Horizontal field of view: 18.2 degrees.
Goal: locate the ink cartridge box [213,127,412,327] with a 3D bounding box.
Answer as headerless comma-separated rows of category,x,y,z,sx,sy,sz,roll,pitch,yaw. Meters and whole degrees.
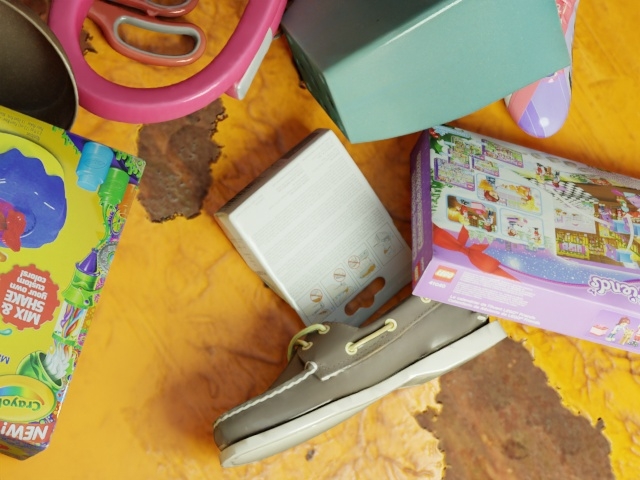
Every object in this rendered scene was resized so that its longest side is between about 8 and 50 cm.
ink cartridge box,0.000,0.000,1.994,0.145,0.045,0.179,-41,111,-20

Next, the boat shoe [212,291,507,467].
boat shoe,0.027,0.120,1.933,0.324,0.116,0.097,-24,82,-23

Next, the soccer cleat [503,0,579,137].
soccer cleat,0.234,-0.232,2.067,0.083,0.095,0.248,8,77,-15

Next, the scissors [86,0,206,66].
scissors,-0.254,-0.241,1.966,0.297,0.021,0.109,9,77,-15

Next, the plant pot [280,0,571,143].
plant pot,0.093,-0.213,1.963,0.234,0.166,0.165,-30,48,-7

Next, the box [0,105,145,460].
box,-0.349,0.020,1.808,0.290,0.177,0.279,20,76,-12

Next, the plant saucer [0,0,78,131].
plant saucer,-0.306,-0.170,1.856,0.198,0.198,0.036,36,51,-7

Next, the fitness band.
fitness band,-0.143,-0.237,1.925,0.209,0.054,0.291,18,63,9

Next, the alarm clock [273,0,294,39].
alarm clock,-0.013,-0.282,2.026,0.129,0.064,0.192,34,75,-8

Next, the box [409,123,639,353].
box,0.233,0.001,1.994,0.293,0.057,0.201,15,43,-13
